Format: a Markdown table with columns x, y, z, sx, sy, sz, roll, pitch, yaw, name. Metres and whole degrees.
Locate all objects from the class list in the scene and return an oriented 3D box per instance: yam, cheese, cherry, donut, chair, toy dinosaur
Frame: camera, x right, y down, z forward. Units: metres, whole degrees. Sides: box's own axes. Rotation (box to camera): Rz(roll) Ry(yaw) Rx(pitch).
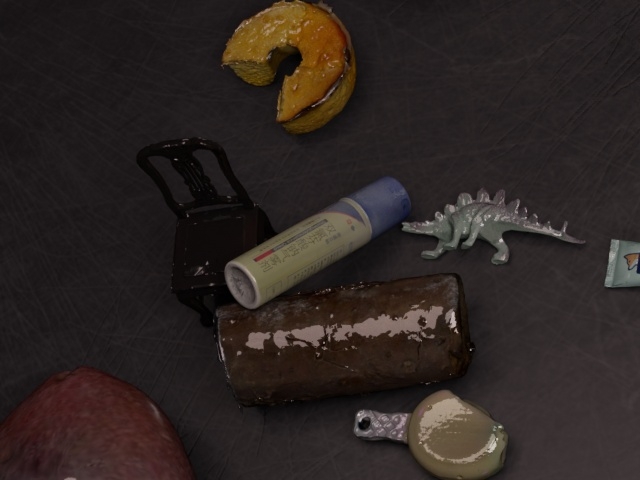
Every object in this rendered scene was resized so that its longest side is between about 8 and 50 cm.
| x | y | z | sx | sy | sz | roll | pitch | yaw | name |
| --- | --- | --- | --- | --- | --- | --- | --- | --- | --- |
| 0.024 | 0.111 | 1.790 | 0.280 | 0.131 | 0.131 | -8 | 63 | 14 | yam |
| 0.120 | 0.197 | 1.752 | 0.171 | 0.047 | 0.092 | 24 | 75 | 29 | cheese |
| -0.258 | 0.271 | 1.765 | 0.261 | 0.221 | 0.307 | -12 | 48 | 6 | cherry |
| -0.023 | -0.211 | 1.991 | 0.146 | 0.078 | 0.181 | -41 | 52 | -3 | donut |
| -0.124 | -0.006 | 1.839 | 0.106 | 0.229 | 0.113 | -9 | 60 | 17 | chair |
| 0.190 | -0.017 | 1.834 | 0.209 | 0.039 | 0.082 | 6 | 66 | 22 | toy dinosaur |

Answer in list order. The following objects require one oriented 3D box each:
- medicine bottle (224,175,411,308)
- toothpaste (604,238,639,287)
| x | y | z | sx | sy | sz | roll | pitch | yaw | name |
| --- | --- | --- | --- | --- | --- | --- | --- | --- | --- |
| 0.000 | 0.000 | 1.824 | 0.231 | 0.059 | 0.059 | -30 | 53 | -32 | medicine bottle |
| 0.400 | 0.028 | 1.737 | 0.205 | 0.036 | 0.056 | 3 | 66 | 26 | toothpaste |
